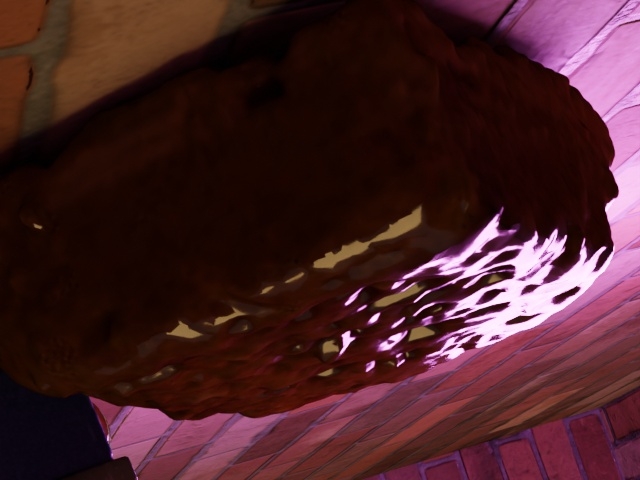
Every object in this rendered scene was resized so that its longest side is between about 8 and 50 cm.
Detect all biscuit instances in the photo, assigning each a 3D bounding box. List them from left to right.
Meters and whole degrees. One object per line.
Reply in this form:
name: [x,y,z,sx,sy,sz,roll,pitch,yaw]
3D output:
biscuit: [0.000,0.000,1.050,0.343,0.166,0.395,-27,163,24]

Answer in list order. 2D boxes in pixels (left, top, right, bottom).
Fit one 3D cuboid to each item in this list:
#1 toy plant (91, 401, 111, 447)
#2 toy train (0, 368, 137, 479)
toy plant: [-0.267,0.211,1.711,0.093,0.092,0.162,-17,170,-8]
toy train: [-0.240,0.141,1.190,0.131,0.202,0.300,-21,169,-26]
